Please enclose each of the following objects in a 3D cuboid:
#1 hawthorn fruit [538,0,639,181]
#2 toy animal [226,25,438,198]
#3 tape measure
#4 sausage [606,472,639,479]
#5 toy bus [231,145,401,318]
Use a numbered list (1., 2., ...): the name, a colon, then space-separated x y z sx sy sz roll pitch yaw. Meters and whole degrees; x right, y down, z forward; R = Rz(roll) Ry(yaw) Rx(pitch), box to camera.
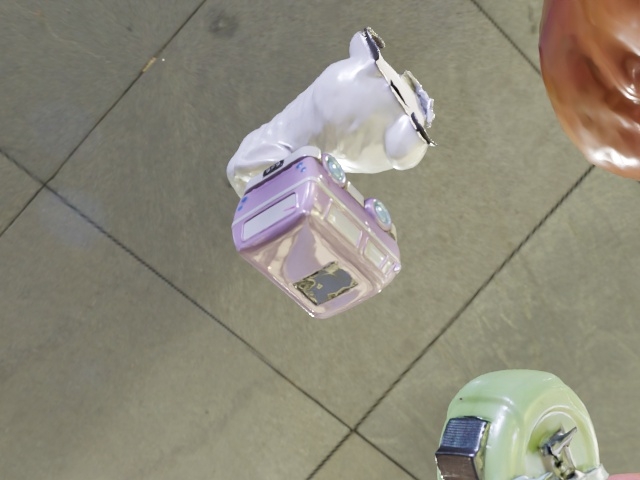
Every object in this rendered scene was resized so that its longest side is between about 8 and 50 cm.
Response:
1. hawthorn fruit: 0.394 -0.197 0.547 0.472 0.472 0.471 -2 103 -11
2. toy animal: -0.002 -0.155 1.262 0.357 0.257 0.194 -32 125 21
3. tape measure: 0.154 0.176 0.598 0.178 0.088 0.153 -14 90 -45
4. sausage: 0.449 0.337 1.038 0.154 0.062 0.062 -3 104 5
5. toy bus: 0.000 0.000 1.004 0.142 0.142 0.202 -31 124 26
